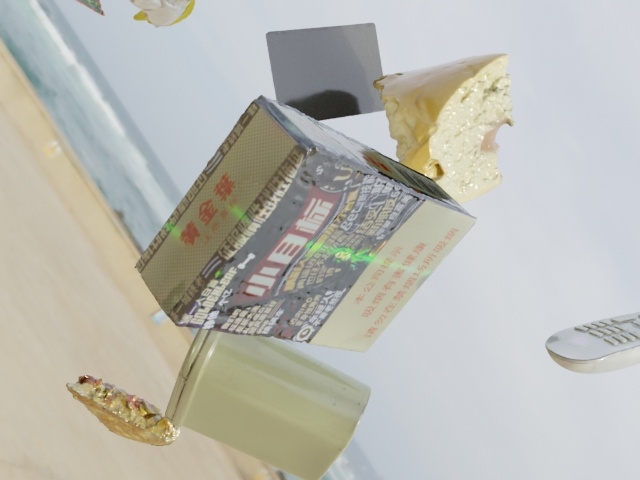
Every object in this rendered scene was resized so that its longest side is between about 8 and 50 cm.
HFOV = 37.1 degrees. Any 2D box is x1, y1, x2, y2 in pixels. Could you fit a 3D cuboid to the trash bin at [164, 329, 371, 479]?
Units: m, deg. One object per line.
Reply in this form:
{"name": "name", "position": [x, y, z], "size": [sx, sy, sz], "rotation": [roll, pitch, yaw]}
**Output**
{"name": "trash bin", "position": [-0.078, 0.225, 1.338], "size": [0.247, 0.121, 0.243], "rotation": [27, -37, -1]}

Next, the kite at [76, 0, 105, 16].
{"name": "kite", "position": [-0.279, -0.332, 1.090], "size": [0.159, 0.010, 0.190], "rotation": [-68, 158, -47]}

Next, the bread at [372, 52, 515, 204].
{"name": "bread", "position": [0.140, -0.143, 1.350], "size": [0.224, 0.211, 0.183], "rotation": [8, -56, 51]}

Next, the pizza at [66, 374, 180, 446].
{"name": "pizza", "position": [-0.330, 0.268, 1.557], "size": [0.188, 0.062, 0.199], "rotation": [-6, -40, 45]}

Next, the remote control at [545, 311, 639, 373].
{"name": "remote control", "position": [0.330, 0.108, 1.003], "size": [0.073, 0.229, 0.044], "rotation": [19, -69, 54]}

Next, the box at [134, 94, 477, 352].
{"name": "box", "position": [0.000, 0.000, 0.916], "size": [0.310, 0.198, 0.084], "rotation": [17, 27, -54]}

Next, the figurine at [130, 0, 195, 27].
{"name": "figurine", "position": [-0.237, -0.390, 1.503], "size": [0.129, 0.178, 0.109], "rotation": [17, 53, -56]}

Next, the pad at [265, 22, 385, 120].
{"name": "pad", "position": [0.014, -0.255, 1.452], "size": [0.003, 0.211, 0.143], "rotation": [-2, -81, 54]}
